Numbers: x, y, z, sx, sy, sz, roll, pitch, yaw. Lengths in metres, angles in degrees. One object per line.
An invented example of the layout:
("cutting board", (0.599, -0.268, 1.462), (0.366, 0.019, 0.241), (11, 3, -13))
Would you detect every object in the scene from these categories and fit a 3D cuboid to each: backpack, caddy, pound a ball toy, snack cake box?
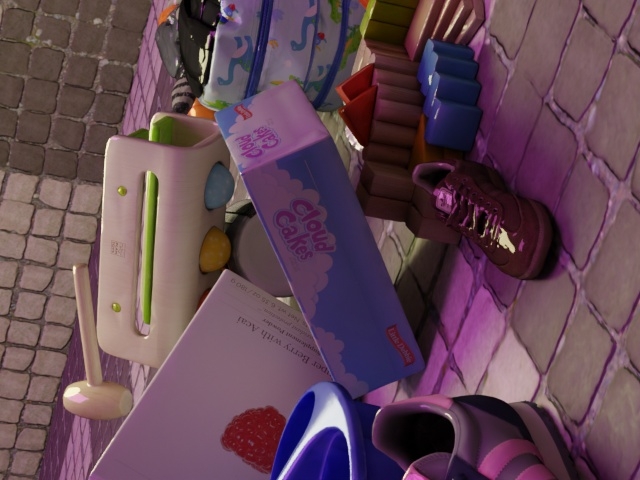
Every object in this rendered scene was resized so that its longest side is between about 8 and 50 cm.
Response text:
("backpack", (-0.066, -0.276, 1.680), (0.355, 0.273, 0.290), (-54, -20, -78))
("caddy", (0.013, 0.290, 1.177), (0.241, 0.179, 0.341), (-136, 57, -71))
("pound a ball toy", (-0.184, 0.036, 1.591), (0.208, 0.136, 0.319), (-43, -38, -63))
("snack cake box", (0.000, 0.000, 1.298), (0.152, 0.089, 0.264), (-114, 0, -62))

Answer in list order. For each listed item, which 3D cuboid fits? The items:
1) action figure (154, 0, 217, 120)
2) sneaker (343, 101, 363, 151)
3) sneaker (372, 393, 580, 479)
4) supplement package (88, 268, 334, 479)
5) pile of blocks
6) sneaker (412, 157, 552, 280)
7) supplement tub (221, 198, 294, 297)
("action figure", (-0.168, -0.302, 2.112), (0.330, 0.179, 0.341), (-114, 34, -46))
("sneaker", (0.063, -0.144, 1.456), (0.166, 0.065, 0.076), (-106, 34, -52))
("sneaker", (0.124, 0.201, 0.942), (0.319, 0.131, 0.112), (-128, 50, -68))
("supplement package", (-0.110, 0.213, 1.437), (0.293, 0.178, 0.175), (-59, 0, -40))
("pile of blocks", (0.077, -0.169, 1.331), (0.149, 0.113, 0.362), (123, 151, -53))
("sneaker", (0.128, -0.019, 1.151), (0.188, 0.071, 0.066), (-124, 47, -67))
("supplement tub", (-0.069, 0.007, 1.705), (0.190, 0.117, 0.117), (-174, 93, -74))
